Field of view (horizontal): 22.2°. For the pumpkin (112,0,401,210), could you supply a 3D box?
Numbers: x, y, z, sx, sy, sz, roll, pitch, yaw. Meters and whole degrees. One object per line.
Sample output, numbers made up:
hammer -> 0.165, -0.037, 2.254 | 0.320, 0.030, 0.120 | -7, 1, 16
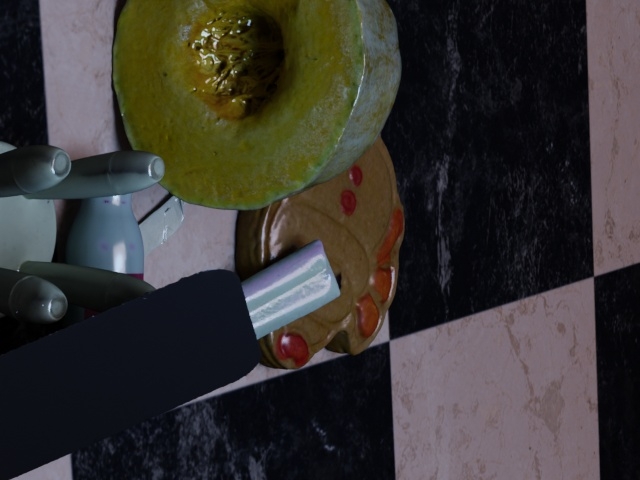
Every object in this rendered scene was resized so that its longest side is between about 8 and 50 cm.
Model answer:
pumpkin -> -0.062, -0.196, 1.930 | 0.199, 0.332, 0.332 | 7, 86, -67

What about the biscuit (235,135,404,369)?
biscuit -> 0.000, 0.000, 2.216 | 0.359, 0.074, 0.381 | 40, 57, -45

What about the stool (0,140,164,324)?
stool -> -0.291, -0.011, 1.698 | 0.195, 0.199, 0.195 | 0, 90, -53

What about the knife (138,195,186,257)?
knife -> -0.179, -0.037, 2.001 | 0.298, 0.017, 0.047 | -49, 135, -41

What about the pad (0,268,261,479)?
pad -> -0.256, 0.113, 1.653 | 0.315, 0.375, 0.063 | 81, -16, -59

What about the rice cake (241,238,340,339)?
rice cake -> -0.077, 0.080, 2.065 | 0.222, 0.042, 0.080 | -28, 112, -23

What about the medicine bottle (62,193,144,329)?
medicine bottle -> -0.245, 0.018, 1.851 | 0.090, 0.090, 0.216 | 2, 90, -54
